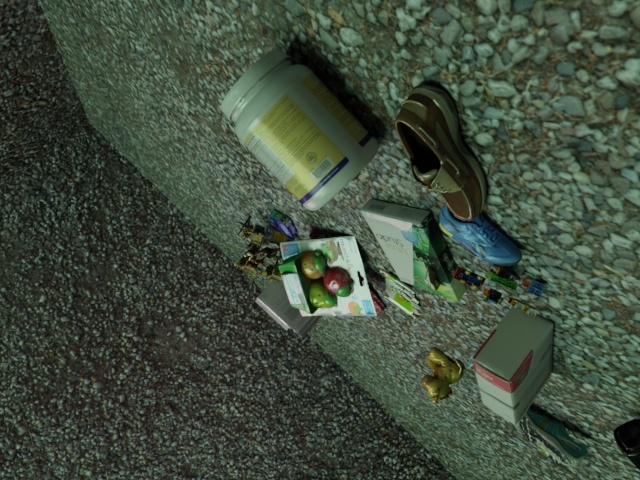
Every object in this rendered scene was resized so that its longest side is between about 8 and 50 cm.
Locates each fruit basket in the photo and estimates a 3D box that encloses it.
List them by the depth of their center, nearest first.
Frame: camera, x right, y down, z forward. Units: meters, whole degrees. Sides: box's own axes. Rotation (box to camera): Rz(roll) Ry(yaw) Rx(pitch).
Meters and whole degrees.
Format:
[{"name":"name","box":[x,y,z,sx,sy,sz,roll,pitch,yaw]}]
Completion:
[{"name":"fruit basket","box":[0.016,0.150,1.875,0.353,0.165,0.327,-2,111,40]}]

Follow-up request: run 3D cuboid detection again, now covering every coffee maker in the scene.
[{"name":"coffee maker","box":[0.838,0.562,1.257,0.178,0.171,0.120,48,177,-8]}]

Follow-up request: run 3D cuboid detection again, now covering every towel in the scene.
[{"name":"towel","box":[0.122,0.211,2.038,0.199,0.031,0.275,-10,134,45]}]

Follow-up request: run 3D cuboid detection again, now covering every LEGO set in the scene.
[{"name":"LEGO set","box":[-0.286,0.036,2.185,0.192,0.255,0.331,25,179,-40]}]

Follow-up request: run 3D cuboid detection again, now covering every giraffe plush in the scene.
[{"name":"giraffe plush","box":[0.478,0.560,1.973,0.210,0.170,0.181,15,146,54]}]

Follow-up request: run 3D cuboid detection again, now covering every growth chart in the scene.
[{"name":"growth chart","box":[0.296,0.201,1.813,0.172,0.021,0.237,33,159,26]}]

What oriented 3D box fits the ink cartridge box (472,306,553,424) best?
[{"name":"ink cartridge box","box":[0.532,0.346,1.354,0.117,0.207,0.283,29,156,39]}]

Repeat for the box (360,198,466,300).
[{"name":"box","box":[0.272,0.028,1.436,0.232,0.058,0.322,19,151,50]}]

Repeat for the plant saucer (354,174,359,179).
[{"name":"plant saucer","box":[0.025,-0.237,1.406,0.198,0.036,0.198,39,160,16]}]

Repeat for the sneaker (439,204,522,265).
[{"name":"sneaker","box":[0.366,-0.018,1.133,0.209,0.069,0.082,35,156,23]}]

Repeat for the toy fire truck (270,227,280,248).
[{"name":"toy fire truck","box":[-0.189,0.002,2.326,0.135,0.047,0.192,51,159,-17]}]

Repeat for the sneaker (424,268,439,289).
[{"name":"sneaker","box":[0.309,0.110,1.403,0.037,0.032,0.083,23,152,44]}]

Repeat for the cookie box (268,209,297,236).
[{"name":"cookie box","box":[-0.160,-0.073,2.116,0.107,0.040,0.092,29,158,37]}]

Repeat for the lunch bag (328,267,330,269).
[{"name":"lunch bag","box":[0.037,0.102,2.044,0.053,0.071,0.083,27,156,22]}]

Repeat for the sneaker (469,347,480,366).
[{"name":"sneaker","box":[0.601,0.460,1.650,0.237,0.086,0.085,38,159,11]}]

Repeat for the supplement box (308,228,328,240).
[{"name":"supplement box","box":[0.000,0.000,1.946,0.055,0.043,0.083,23,152,47]}]

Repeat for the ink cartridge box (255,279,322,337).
[{"name":"ink cartridge box","box":[-0.093,0.249,2.249,0.272,0.309,0.130,43,161,2]}]

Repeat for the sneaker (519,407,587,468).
[{"name":"sneaker","box":[0.774,0.652,1.681,0.275,0.110,0.107,-134,26,-58]}]

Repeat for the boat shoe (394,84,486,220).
[{"name":"boat shoe","box":[0.238,-0.156,1.019,0.123,0.116,0.324,15,146,55]}]

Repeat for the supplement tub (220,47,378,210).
[{"name":"supplement tub","box":[-0.050,-0.262,1.187,0.331,0.241,0.241,46,161,-6]}]

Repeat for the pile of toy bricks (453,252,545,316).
[{"name":"pile of toy bricks","box":[0.437,0.093,1.210,0.212,0.118,0.105,25,-172,5]}]
